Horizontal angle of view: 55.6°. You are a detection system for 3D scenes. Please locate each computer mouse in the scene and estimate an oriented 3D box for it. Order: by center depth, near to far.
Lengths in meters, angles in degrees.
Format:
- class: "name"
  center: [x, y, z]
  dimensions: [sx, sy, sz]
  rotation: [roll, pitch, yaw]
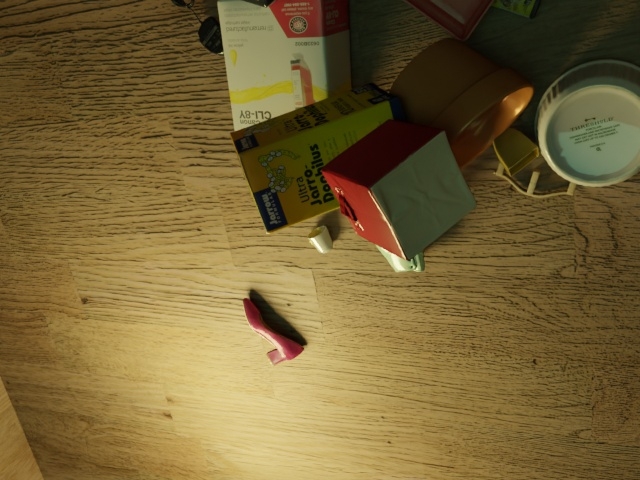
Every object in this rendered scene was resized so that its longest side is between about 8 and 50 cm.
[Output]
- class: "computer mouse"
  center: [-0.317, -0.585, 1.610]
  dimensions: [0.071, 0.041, 0.242]
  rotation: [-41, 86, 25]

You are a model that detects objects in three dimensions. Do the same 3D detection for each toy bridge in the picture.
- class: "toy bridge"
  center: [0.505, -0.138, 1.441]
  dimensions: [0.188, 0.026, 0.063]
  rotation: [18, 121, 18]

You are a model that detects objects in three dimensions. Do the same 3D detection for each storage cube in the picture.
- class: "storage cube"
  center: [0.152, -0.103, 1.190]
  dimensions: [0.184, 0.215, 0.193]
  rotation: [59, 166, -28]

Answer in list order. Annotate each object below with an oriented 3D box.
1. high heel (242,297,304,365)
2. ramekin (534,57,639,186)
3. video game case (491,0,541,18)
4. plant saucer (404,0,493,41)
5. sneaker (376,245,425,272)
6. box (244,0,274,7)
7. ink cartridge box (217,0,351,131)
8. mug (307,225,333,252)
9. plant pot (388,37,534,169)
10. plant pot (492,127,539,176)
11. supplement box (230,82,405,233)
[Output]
- class: "high heel"
  center: [-0.153, 0.275, 1.934]
  dimensions: [0.117, 0.082, 0.244]
  rotation: [-28, 87, 4]
- class: "ramekin"
  center: [0.592, -0.238, 1.292]
  dimensions: [0.273, 0.127, 0.273]
  rotation: [11, 118, 20]
- class: "video game case"
  center: [0.372, -0.628, 1.242]
  dimensions: [0.248, 0.035, 0.275]
  rotation: [24, 129, 13]
- class: "plant saucer"
  center: [0.274, -0.597, 1.263]
  dimensions: [0.258, 0.048, 0.259]
  rotation: [37, 130, 3]
- class: "sneaker"
  center: [0.264, -0.006, 1.576]
  dimensions: [0.256, 0.094, 0.151]
  rotation: [-30, 93, 43]
- class: "box"
  center: [-0.199, -0.744, 1.262]
  dimensions: [0.293, 0.212, 0.395]
  rotation: [24, 149, 21]
- class: "ink cartridge box"
  center: [-0.076, -0.405, 1.503]
  dimensions: [0.279, 0.160, 0.385]
  rotation: [6, 117, 23]
- class: "mug"
  center: [0.003, -0.001, 1.733]
  dimensions: [0.062, 0.078, 0.064]
  rotation: [-31, 110, 0]
- class: "plant pot"
  center: [0.286, -0.300, 1.331]
  dimensions: [0.203, 0.291, 0.291]
  rotation: [52, 125, 14]
- class: "plant pot"
  center: [0.442, -0.210, 1.397]
  dimensions: [0.081, 0.081, 0.083]
  rotation: [-40, 71, 13]
- class: "supplement box"
  center: [0.004, -0.190, 1.352]
  dimensions: [0.356, 0.194, 0.195]
  rotation: [-21, 117, -5]
